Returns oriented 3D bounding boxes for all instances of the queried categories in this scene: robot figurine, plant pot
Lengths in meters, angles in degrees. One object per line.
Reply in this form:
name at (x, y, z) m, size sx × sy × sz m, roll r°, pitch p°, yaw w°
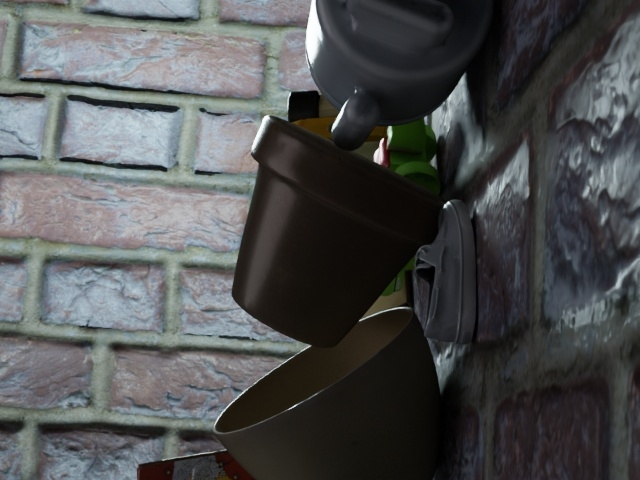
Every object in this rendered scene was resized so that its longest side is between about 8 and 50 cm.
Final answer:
robot figurine at (0.086, -0.252, 1.377) m, size 0.353 × 0.200 × 0.300 m, roll 113°, pitch -178°, yaw -80°
plant pot at (0.039, 0.235, 1.439) m, size 0.191 × 0.284 × 0.284 m, roll 59°, pitch 180°, yaw -6°
plant pot at (0.000, 0.000, 1.454) m, size 0.229 × 0.263 × 0.263 m, roll -62°, pitch 6°, yaw 7°

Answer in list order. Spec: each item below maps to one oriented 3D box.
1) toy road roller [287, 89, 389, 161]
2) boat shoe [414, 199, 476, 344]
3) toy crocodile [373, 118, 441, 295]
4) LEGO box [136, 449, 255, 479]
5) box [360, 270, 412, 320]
toy road roller at (0.051, -0.102, 1.969) m, size 0.329 × 0.202 × 0.240 m, roll -82°, pitch -14°, yaw -56°
boat shoe at (0.137, 0.032, 1.317) m, size 0.066 × 0.063 × 0.184 m, roll 100°, pitch 173°, yaw -62°
toy crocodile at (0.104, -0.059, 1.661) m, size 0.340 × 0.105 × 0.115 m, roll 97°, pitch 176°, yaw -45°
LEGO box at (-0.089, 0.539, 1.796) m, size 0.500 × 0.193 × 0.372 m, roll 48°, pitch -148°, yaw -68°
box at (0.071, 0.067, 1.871) m, size 0.021 × 0.164 × 0.201 m, roll 46°, pitch -152°, yaw -32°
